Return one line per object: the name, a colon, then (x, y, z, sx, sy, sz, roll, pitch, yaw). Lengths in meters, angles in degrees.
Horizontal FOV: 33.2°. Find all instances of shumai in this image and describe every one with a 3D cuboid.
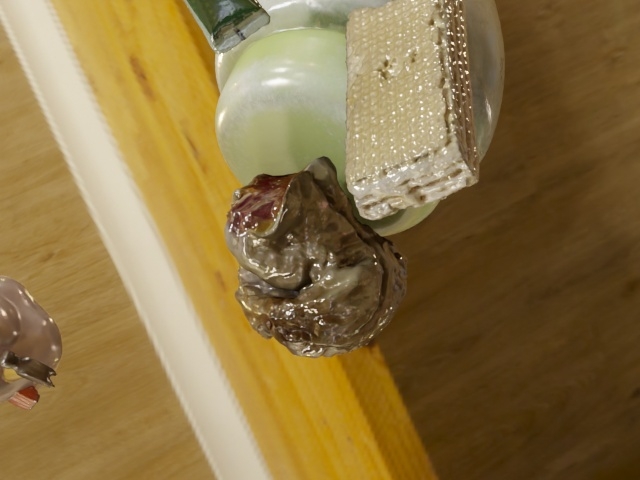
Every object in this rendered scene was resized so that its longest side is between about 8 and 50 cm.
shumai: (0.003, 0.001, 1.093, 0.218, 0.183, 0.185, -37, -50, -64)

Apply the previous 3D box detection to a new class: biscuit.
biscuit: (0.074, -0.128, 0.923, 0.062, 0.108, 0.239, 48, -148, -40)

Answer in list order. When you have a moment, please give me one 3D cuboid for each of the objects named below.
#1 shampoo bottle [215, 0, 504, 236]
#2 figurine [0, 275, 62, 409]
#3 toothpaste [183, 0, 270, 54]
shampoo bottle: (0.046, -0.189, 1.211, 0.322, 0.322, 0.317, 34, -126, -20)
figurine: (-0.296, 0.082, 0.876, 0.112, 0.229, 0.137, -62, -29, -45)
toothpaste: (-0.111, -0.221, 0.733, 0.204, 0.049, 0.031, 54, -163, -17)
